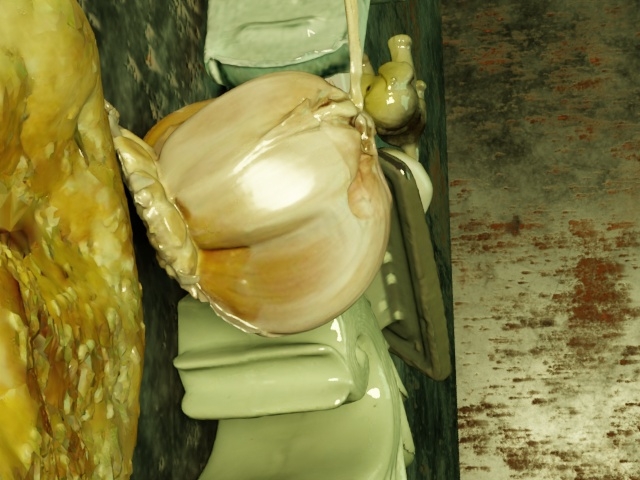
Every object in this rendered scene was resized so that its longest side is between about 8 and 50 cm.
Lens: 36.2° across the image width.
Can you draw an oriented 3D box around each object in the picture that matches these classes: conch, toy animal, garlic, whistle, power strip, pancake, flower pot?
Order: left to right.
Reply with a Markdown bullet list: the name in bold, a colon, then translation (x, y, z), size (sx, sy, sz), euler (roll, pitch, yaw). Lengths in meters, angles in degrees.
- **pancake**: translation (-0.156, 0.025, 0.419), size (0.387, 0.082, 0.387), euler (-6, 90, -81)
- **garlic**: translation (-0.052, -0.071, 0.643), size (0.207, 0.207, 0.257), euler (-60, 161, -67)
- **flower pot**: translation (-0.030, 0.188, 0.742), size (0.367, 0.164, 0.254), euler (-79, 155, -49)
- **whistle**: translation (-0.012, -0.296, 0.938), size (0.405, 0.168, 0.188), euler (-71, 155, -59)
- **power strip**: translation (0.000, 0.001, 0.911), size (0.092, 0.251, 0.257), euler (-39, 135, -29)
- **conch**: translation (0.070, -0.085, 1.396), size (0.158, 0.127, 0.255), euler (40, 4, -10)
- **toy animal**: translation (0.107, -0.219, 1.533), size (0.233, 0.121, 0.169), euler (50, 26, -65)

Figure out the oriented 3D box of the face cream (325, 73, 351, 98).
- **face cream**: translation (0.013, -0.108, 1.170), size (0.092, 0.092, 0.311), euler (-71, 155, -59)
